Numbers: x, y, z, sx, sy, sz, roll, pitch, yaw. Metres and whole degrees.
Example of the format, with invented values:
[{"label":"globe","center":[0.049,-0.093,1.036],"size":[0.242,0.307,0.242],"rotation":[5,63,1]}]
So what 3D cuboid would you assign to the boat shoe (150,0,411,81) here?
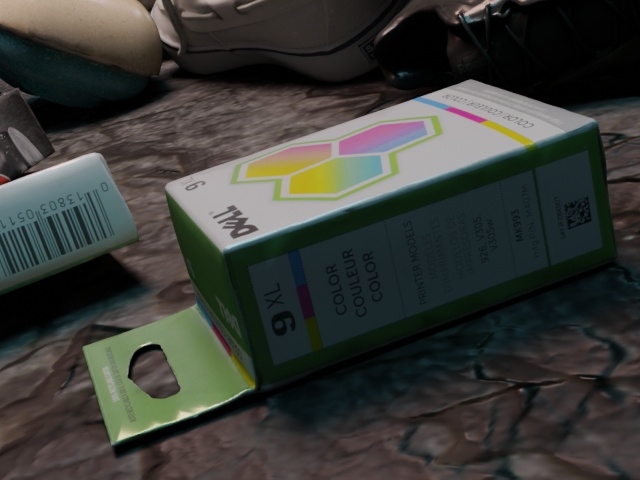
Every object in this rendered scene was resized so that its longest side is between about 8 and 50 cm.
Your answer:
[{"label":"boat shoe","center":[-0.078,-0.232,0.962],"size":[0.136,0.156,0.367],"rotation":[-47,32,-12]}]

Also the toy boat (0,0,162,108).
[{"label":"toy boat","center":[-0.314,-0.199,1.031],"size":[0.318,0.148,0.267],"rotation":[16,9,-25]}]

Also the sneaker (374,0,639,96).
[{"label":"sneaker","center":[0.148,-0.130,0.671],"size":[0.130,0.109,0.286],"rotation":[-35,18,-31]}]

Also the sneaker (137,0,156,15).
[{"label":"sneaker","center":[-0.101,-0.317,1.230],"size":[0.410,0.158,0.182],"rotation":[-11,-10,16]}]

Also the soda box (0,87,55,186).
[{"label":"soda box","center":[-0.257,-0.050,0.769],"size":[0.053,0.060,0.169],"rotation":[-20,16,25]}]

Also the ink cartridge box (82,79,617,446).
[{"label":"ink cartridge box","center":[0.000,0.000,0.451],"size":[0.209,0.062,0.109],"rotation":[-20,21,-13]}]

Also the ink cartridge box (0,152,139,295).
[{"label":"ink cartridge box","center":[-0.214,0.019,0.605],"size":[0.181,0.056,0.225],"rotation":[-24,3,-23]}]
